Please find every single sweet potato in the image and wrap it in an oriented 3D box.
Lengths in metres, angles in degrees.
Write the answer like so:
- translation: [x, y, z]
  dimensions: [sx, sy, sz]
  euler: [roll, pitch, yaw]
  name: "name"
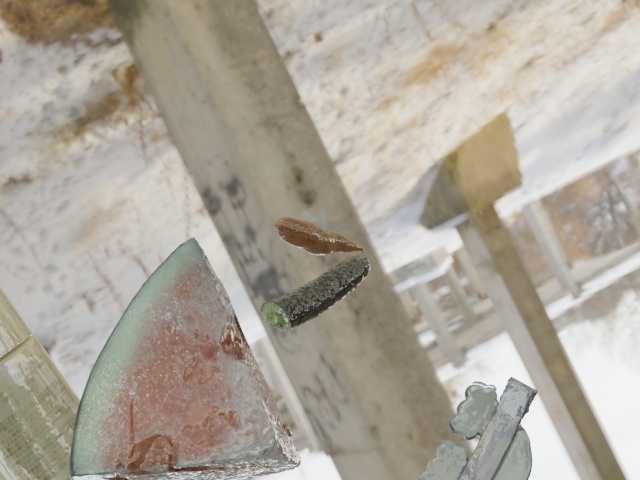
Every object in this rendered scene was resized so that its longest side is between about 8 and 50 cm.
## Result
- translation: [0.000, 0.000, 1.795]
  dimensions: [0.195, 0.056, 0.056]
  euler: [17, 151, -33]
  name: "sweet potato"

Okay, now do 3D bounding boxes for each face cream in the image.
- translation: [-0.405, 0.241, 1.398]
  dimensions: [0.081, 0.348, 0.173]
  euler: [-26, -170, 42]
  name: "face cream"

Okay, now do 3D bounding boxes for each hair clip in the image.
- translation: [0.242, 0.297, 1.483]
  dimensions: [0.220, 0.140, 0.054]
  euler: [-64, 160, 9]
  name: "hair clip"

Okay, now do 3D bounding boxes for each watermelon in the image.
- translation: [-0.111, 0.151, 1.041]
  dimensions: [0.201, 0.262, 0.213]
  euler: [16, 163, 15]
  name: "watermelon"

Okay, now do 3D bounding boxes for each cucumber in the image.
- translation: [0.005, 0.074, 1.535]
  dimensions: [0.214, 0.058, 0.052]
  euler: [-29, 161, -42]
  name: "cucumber"
